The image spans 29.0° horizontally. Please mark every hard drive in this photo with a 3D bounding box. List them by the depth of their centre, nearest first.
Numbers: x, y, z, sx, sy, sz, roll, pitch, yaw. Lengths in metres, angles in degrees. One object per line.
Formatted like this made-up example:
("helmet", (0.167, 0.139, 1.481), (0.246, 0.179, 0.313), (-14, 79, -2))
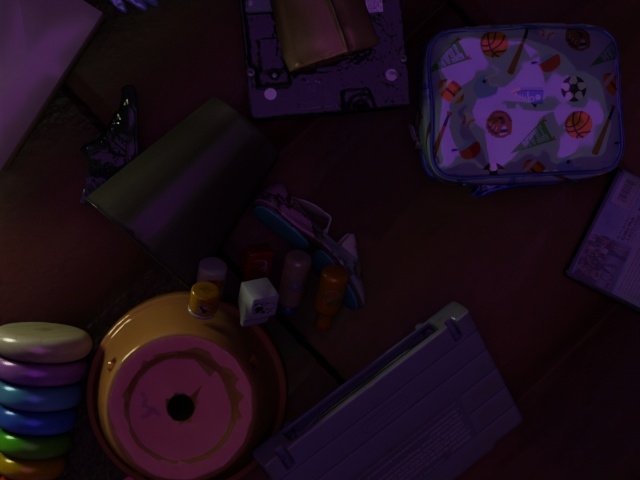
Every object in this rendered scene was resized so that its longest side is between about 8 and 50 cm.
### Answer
("hard drive", (-0.002, -0.348, 1.783), (0.237, 0.064, 0.339), (-6, 91, -3))

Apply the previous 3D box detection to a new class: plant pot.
("plant pot", (-0.185, 0.219, 1.704), (0.291, 0.203, 0.290), (0, 90, -4))

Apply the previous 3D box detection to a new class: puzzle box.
("puzzle box", (-0.549, -0.320, 1.761), (0.409, 0.052, 0.272), (33, 89, -2))

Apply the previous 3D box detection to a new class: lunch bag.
("lunch bag", (0.278, -0.186, 1.774), (0.303, 0.115, 0.243), (-3, 92, -4))

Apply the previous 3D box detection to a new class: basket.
("basket", (-0.179, -0.077, 1.733), (0.204, 0.154, 0.227), (42, 84, -18))

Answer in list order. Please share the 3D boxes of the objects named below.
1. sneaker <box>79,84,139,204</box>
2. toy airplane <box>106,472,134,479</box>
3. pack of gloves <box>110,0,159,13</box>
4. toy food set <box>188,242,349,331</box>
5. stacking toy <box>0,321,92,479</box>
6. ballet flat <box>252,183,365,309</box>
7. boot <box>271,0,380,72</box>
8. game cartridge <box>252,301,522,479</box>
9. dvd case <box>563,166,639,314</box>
("sneaker", (-0.304, -0.137, 1.773), (0.089, 0.051, 0.170), (-3, 93, -7))
("toy airplane", (-0.270, 0.402, 1.786), (0.151, 0.028, 0.151), (0, 91, -2))
("pack of gloves", (-0.278, -0.456, 1.779), (0.195, 0.046, 0.232), (-45, 92, -3))
("toy food set", (-0.086, 0.080, 1.723), (0.232, 0.111, 0.104), (-11, 132, -29))
("stacking toy", (-0.401, 0.287, 1.741), (0.141, 0.141, 0.330), (5, 97, -3))
("ballet flat", (0.000, 0.000, 1.785), (0.221, 0.077, 0.079), (44, 62, -2))
("boot", (0.031, -0.393, 1.714), (0.236, 0.089, 0.269), (-17, 90, 10))
("game cartridge", (0.101, 0.274, 1.728), (0.355, 0.068, 0.230), (-35, 123, -12))
("dvd case", (0.508, 0.028, 1.829), (0.253, 0.022, 0.180), (27, 90, -3))
